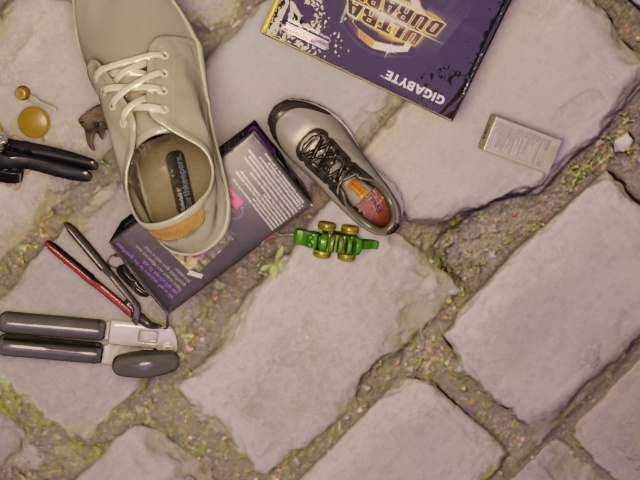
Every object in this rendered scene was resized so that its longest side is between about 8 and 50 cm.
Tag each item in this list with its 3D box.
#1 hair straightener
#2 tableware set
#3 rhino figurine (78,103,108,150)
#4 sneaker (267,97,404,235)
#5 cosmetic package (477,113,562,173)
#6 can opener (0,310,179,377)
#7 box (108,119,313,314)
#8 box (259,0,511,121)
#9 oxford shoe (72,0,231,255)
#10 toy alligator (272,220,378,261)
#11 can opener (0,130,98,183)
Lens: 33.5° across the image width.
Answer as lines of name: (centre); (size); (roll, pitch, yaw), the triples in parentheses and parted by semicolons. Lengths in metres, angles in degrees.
hair straightener: (-0.315, 0.051, 1.658); (0.230, 0.047, 0.089); (43, 89, -4)
tableware set: (-0.473, -0.161, 1.618); (0.104, 0.024, 0.154); (27, 101, -6)
rhino figurine: (-0.288, -0.240, 1.588); (0.106, 0.073, 0.243); (28, 101, -7)
sneaker: (0.031, -0.113, 1.624); (0.271, 0.108, 0.100); (44, 98, -11)
cosmetic package: (0.312, -0.152, 1.670); (0.115, 0.041, 0.060); (20, 100, -9)
can opener: (-0.361, 0.164, 1.661); (0.283, 0.095, 0.076); (6, 102, -13)
box: (-0.162, -0.039, 1.595); (0.270, 0.165, 0.143); (-36, 102, 5)
box: (0.107, -0.360, 1.589); (0.322, 0.079, 0.257); (24, 98, -9)
oxford shoe: (-0.236, -0.197, 1.459); (0.169, 0.130, 0.449); (-20, 80, 9)
toy alligator: (0.000, 0.000, 1.674); (0.189, 0.051, 0.056); (8, 102, -6)
can opener: (-0.423, -0.122, 1.588); (0.186, 0.059, 0.073); (6, 146, 4)
